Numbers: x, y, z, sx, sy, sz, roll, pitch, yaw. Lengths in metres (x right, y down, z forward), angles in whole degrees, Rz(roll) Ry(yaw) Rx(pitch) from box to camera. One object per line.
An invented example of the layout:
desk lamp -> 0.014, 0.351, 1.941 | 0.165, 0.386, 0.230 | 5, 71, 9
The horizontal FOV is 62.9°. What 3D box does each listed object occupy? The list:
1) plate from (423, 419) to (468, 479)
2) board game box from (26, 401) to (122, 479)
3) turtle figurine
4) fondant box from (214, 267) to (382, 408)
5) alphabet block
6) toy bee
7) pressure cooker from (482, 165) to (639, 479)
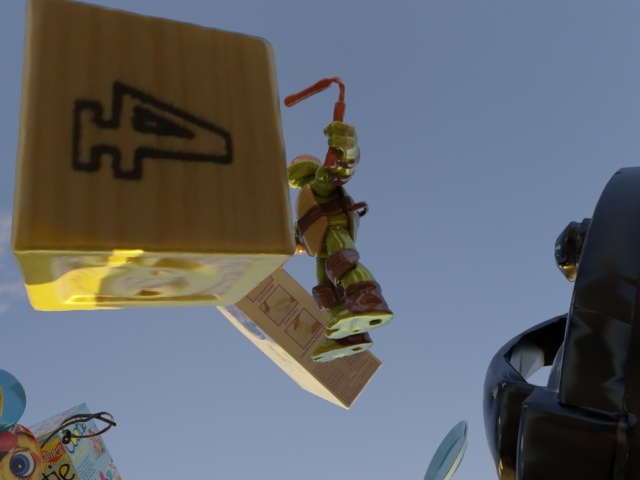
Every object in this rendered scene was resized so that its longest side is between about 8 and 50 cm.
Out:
plate -> 0.283, 0.486, 1.162 | 0.024, 0.188, 0.188 | 33, -85, 9
board game box -> -0.469, 0.475, 0.973 | 0.142, 0.144, 0.275 | -23, -86, -3
turtle figurine -> 0.000, 0.000, 0.510 | 0.087, 0.269, 0.217 | 0, -120, -28
fondant box -> -0.082, 0.123, 0.873 | 0.330, 0.238, 0.096 | 43, -108, -9
alphabet block -> -0.148, -0.054, 0.457 | 0.193, 0.192, 0.197 | 1, -108, -23
toy bee -> -0.344, 0.211, 0.521 | 0.298, 0.162, 0.195 | 15, -56, -31
pressure cooker -> 0.334, 0.116, 0.344 | 0.370, 0.420, 0.376 | 52, -126, -40
